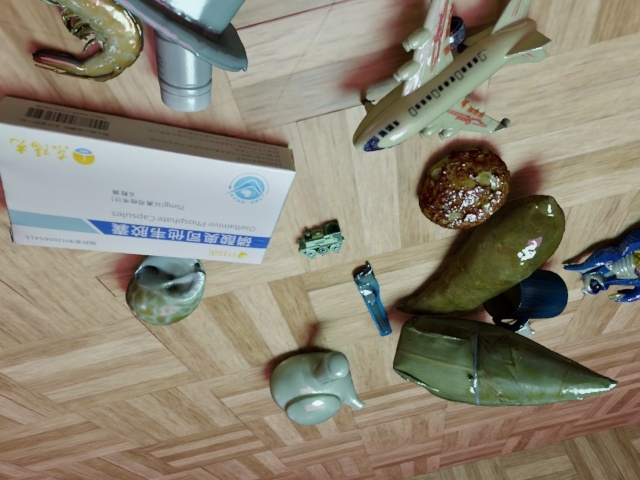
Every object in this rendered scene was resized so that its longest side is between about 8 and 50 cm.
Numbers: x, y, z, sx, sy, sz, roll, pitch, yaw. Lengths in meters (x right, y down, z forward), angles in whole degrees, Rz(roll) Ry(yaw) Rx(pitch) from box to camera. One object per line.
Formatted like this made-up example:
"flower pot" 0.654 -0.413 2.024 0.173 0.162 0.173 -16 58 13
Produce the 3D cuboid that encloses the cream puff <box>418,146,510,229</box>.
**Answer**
"cream puff" 0.230 -0.075 0.688 0.149 0.084 0.149 -9 138 -8

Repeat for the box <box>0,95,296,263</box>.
"box" -0.226 -0.062 0.595 0.344 0.065 0.200 6 136 -21

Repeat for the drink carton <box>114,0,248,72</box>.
"drink carton" -0.089 -0.270 0.330 0.191 0.185 0.189 28 113 -36

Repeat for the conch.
"conch" -0.254 0.078 0.724 0.116 0.106 0.172 31 106 -13

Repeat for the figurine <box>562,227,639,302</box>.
"figurine" 0.672 0.046 0.926 0.164 0.120 0.262 40 144 -15

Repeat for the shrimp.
"shrimp" -0.271 -0.227 0.427 0.124 0.034 0.178 -34 140 31

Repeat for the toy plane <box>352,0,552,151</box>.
"toy plane" 0.148 -0.190 0.521 0.256 0.104 0.242 -26 140 15

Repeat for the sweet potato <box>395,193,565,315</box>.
"sweet potato" 0.300 0.054 0.830 0.131 0.130 0.422 7 145 -22

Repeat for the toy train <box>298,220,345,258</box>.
"toy train" 0.000 0.000 0.751 0.084 0.033 0.053 -13 134 1

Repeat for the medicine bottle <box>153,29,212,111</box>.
"medicine bottle" -0.147 -0.194 0.472 0.058 0.058 0.091 0 137 -15

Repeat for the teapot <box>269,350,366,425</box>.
"teapot" -0.025 0.338 1.037 0.220 0.149 0.318 -17 140 2

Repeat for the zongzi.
"zongzi" 0.403 0.270 0.935 0.393 0.174 0.356 0 167 34

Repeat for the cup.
"cup" 0.432 0.122 0.946 0.138 0.113 0.150 5 146 -22

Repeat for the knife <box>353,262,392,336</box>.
"knife" 0.122 0.141 0.948 0.044 0.026 0.296 -28 138 -1

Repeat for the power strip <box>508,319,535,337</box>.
"power strip" 0.478 0.266 1.175 0.192 0.035 0.081 -27 137 16
